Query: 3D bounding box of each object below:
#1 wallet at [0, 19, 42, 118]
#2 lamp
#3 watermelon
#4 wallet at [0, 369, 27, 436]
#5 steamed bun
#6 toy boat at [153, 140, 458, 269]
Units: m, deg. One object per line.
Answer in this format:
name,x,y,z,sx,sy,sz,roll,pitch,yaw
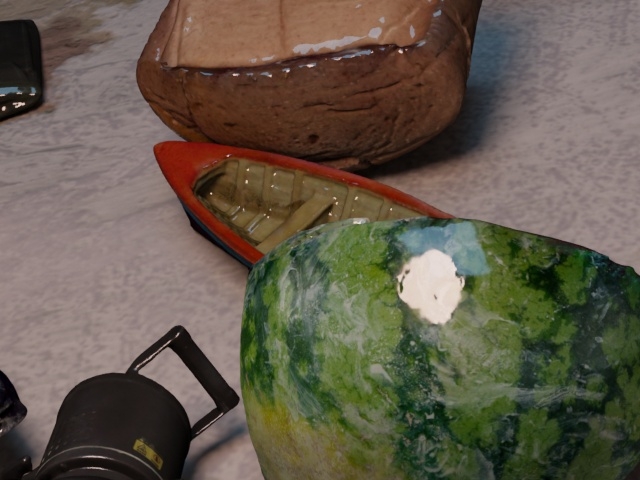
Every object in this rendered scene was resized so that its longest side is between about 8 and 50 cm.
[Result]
wallet,-0.404,-0.199,1.671,0.169,0.052,0.245,-13,32,-5
lamp,-0.154,0.177,0.989,0.172,0.147,0.227,-30,22,17
watermelon,0.095,0.086,0.979,0.305,0.224,0.180,-4,10,23
wallet,-0.333,0.158,1.101,0.222,0.036,0.167,-38,31,-14
steamed bun,0.002,-0.170,1.366,0.301,0.199,0.251,-3,51,18
toy boat,0.000,0.000,1.216,0.392,0.079,0.136,22,50,39
